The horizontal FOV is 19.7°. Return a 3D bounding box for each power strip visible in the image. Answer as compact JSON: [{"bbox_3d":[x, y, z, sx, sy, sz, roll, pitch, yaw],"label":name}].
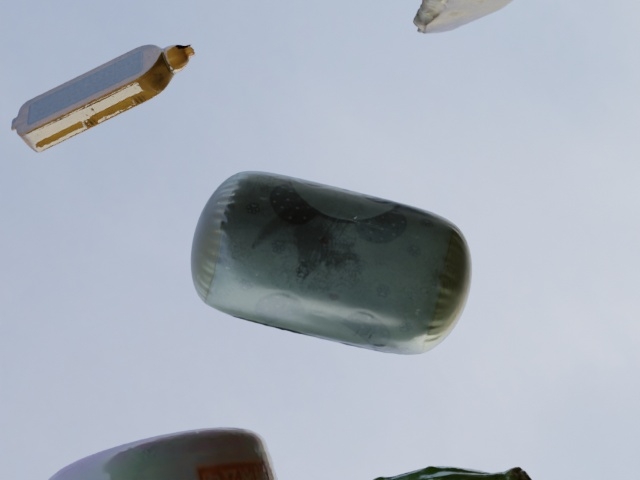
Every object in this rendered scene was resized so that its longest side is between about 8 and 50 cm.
[{"bbox_3d":[-0.184,-0.127,1.585,0.028,0.178,0.049,54,-161,-36],"label":"power strip"}]

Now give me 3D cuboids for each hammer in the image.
[{"bbox_3d":[0.008,0.033,1.422,0.305,0.202,0.113,89,-163,-81],"label":"hammer"}]

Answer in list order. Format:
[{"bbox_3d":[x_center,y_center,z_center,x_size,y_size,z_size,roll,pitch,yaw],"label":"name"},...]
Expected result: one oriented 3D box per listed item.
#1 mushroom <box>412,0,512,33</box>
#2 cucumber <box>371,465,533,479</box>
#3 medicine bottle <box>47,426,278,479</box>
[{"bbox_3d":[0.089,-0.332,1.641,0.302,0.208,0.233,39,-126,-19],"label":"mushroom"},{"bbox_3d":[0.047,0.229,1.282,0.134,0.244,0.134,45,-162,-19],"label":"cucumber"},{"bbox_3d":[-0.107,0.375,1.613,0.219,0.219,0.388,14,-122,-57],"label":"medicine bottle"}]
